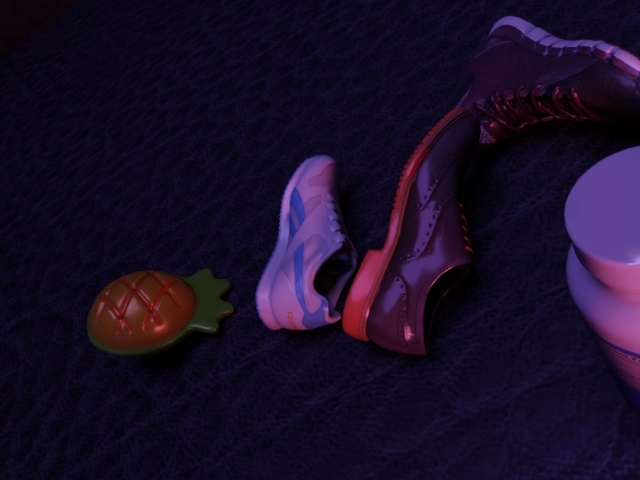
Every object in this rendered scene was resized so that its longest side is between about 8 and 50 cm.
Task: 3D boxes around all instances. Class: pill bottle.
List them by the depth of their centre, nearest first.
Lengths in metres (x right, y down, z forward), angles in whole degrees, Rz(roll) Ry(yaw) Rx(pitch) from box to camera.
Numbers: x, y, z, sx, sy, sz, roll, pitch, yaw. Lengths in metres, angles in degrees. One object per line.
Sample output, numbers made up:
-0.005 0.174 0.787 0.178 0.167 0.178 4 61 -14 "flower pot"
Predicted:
0.244 0.038 0.469 0.124 0.221 0.124 -20 45 22 "pill bottle"

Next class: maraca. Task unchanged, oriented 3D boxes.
-0.204 0.089 0.865 0.186 0.099 0.127 -11 50 -5 "maraca"

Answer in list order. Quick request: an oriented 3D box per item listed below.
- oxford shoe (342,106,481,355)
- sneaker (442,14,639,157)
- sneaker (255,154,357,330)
0.122 -0.010 0.706 0.098 0.097 0.271 20 81 25 "oxford shoe"
0.234 -0.138 0.737 0.162 0.106 0.281 -46 32 5 "sneaker"
0.000 0.000 0.801 0.092 0.087 0.228 -2 61 27 "sneaker"
